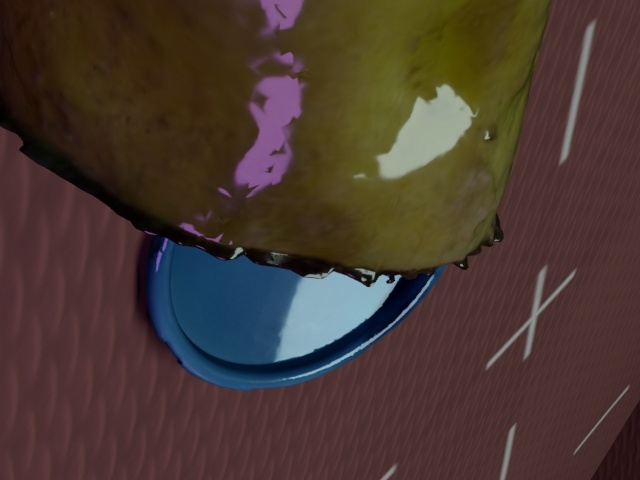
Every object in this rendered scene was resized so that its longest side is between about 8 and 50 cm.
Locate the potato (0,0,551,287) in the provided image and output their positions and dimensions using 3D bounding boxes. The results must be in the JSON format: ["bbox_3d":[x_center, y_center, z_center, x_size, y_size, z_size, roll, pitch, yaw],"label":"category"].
[{"bbox_3d":[-0.006,-0.147,0.409,0.229,0.229,0.266,-31,149,-43],"label":"potato"}]

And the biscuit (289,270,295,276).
[{"bbox_3d":[0.000,0.000,0.809,0.084,0.023,0.084,-40,151,-28],"label":"biscuit"}]

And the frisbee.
[{"bbox_3d":[-0.004,-0.012,0.734,0.242,0.045,0.242,-22,135,-24],"label":"frisbee"}]
